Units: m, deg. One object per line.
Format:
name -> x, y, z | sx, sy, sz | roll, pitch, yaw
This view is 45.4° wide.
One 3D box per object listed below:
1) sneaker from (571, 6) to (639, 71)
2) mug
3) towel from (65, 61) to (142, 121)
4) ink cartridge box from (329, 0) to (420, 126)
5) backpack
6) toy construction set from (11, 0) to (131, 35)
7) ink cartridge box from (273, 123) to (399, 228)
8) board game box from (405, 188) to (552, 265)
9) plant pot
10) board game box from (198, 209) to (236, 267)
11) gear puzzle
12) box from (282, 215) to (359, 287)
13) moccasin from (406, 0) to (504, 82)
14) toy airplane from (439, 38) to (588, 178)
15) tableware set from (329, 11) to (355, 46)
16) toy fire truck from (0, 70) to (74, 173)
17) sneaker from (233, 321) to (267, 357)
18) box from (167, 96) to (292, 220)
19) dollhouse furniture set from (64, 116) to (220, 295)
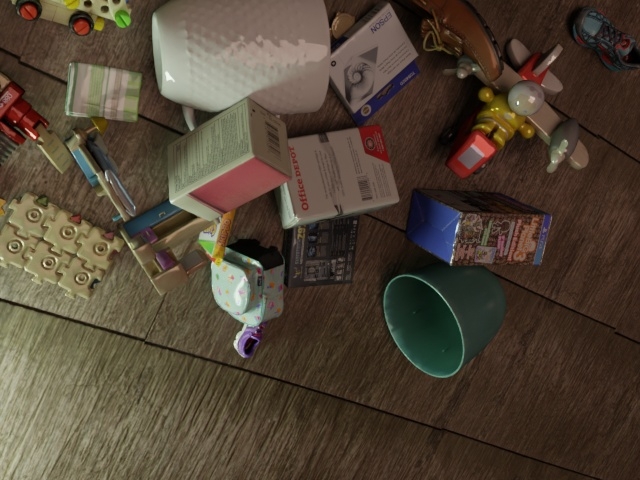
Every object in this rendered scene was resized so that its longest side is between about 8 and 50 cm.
sneaker -> 0.801, -0.553, 2.093 | 0.262, 0.125, 0.104 | 25, 95, -30
mug -> -0.180, -0.358, 1.626 | 0.328, 0.276, 0.374 | -6, 131, -16
towel -> -0.460, -0.314, 1.631 | 0.152, 0.023, 0.113 | 3, 107, -27
ink cartridge box -> 0.128, -0.417, 1.847 | 0.223, 0.045, 0.224 | -43, 127, -5
backpack -> -0.170, 0.110, 1.826 | 0.144, 0.166, 0.188 | -29, 125, -40
toy construction set -> -0.481, -0.521, 1.476 | 0.327, 0.151, 0.215 | 19, 123, -22
ink cartridge box -> 0.025, -0.152, 1.826 | 0.272, 0.114, 0.197 | -12, 84, -23
board game box -> 0.413, -0.037, 2.024 | 0.291, 0.232, 0.141 | 1, 108, -25
plant pot -> 0.354, 0.183, 2.052 | 0.235, 0.293, 0.293 | -25, 117, -31
board game box -> -0.228, -0.077, 1.765 | 0.039, 0.124, 0.259 | 8, 104, -26
gear puzzle -> -0.613, -0.009, 1.657 | 0.339, 0.044, 0.175 | 31, 94, -28
box -> 0.000, 0.000, 1.938 | 0.183, 0.059, 0.233 | -4, 109, -24
moccasin -> 0.278, -0.511, 1.777 | 0.147, 0.139, 0.380 | -42, 89, 12
toy airplane -> 0.495, -0.355, 1.928 | 0.386, 0.272, 0.384 | -3, 89, -10
tableware set -> 0.084, -0.471, 1.839 | 0.168, 0.020, 0.141 | 0, 113, -29
toy fire truck -> -0.630, -0.194, 1.536 | 0.246, 0.158, 0.217 | 40, 87, -20
sneaker -> -0.158, 0.219, 1.932 | 0.068, 0.071, 0.170 | 16, 99, -29
box -> -0.190, -0.162, 1.581 | 0.232, 0.149, 0.127 | -24, 148, 29
dollhouse furniture set -> -0.356, -0.108, 1.600 | 0.198, 0.286, 0.303 | -32, 130, -13
